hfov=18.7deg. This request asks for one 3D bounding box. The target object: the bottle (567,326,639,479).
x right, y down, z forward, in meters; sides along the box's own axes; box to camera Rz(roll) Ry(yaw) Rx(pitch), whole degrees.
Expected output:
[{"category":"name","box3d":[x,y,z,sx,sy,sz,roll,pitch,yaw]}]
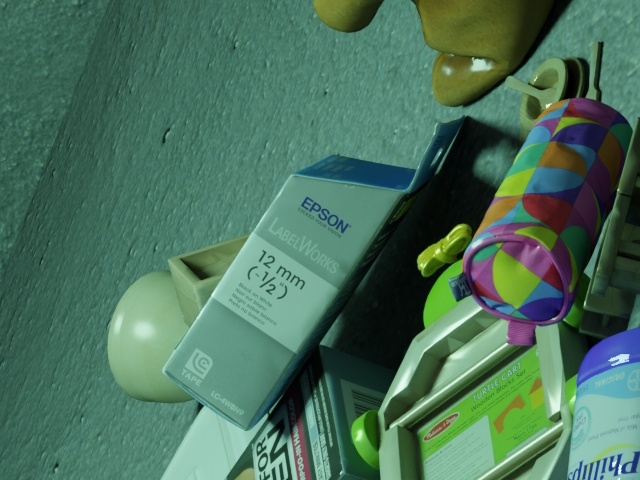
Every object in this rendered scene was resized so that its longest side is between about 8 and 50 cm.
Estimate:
[{"category":"bottle","box3d":[0.229,0.206,1.404,0.118,0.092,0.283,-32,42,54]}]

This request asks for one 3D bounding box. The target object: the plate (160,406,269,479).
[{"category":"plate","box3d":[-0.136,0.310,2.218,0.277,0.045,0.278,-59,24,21]}]

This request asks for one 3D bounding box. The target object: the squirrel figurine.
[{"category":"squirrel figurine","box3d":[0.080,-0.352,1.881,0.397,0.370,0.281,-24,49,60]}]

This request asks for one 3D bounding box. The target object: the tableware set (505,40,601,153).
[{"category":"tableware set","box3d":[0.204,-0.091,1.802,0.128,0.039,0.194,-38,37,51]}]

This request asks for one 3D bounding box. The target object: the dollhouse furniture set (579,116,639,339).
[{"category":"dollhouse furniture set","box3d":[0.280,0.005,1.480,0.184,0.129,0.129,78,-152,-73]}]

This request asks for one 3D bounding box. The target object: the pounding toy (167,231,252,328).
[{"category":"pounding toy","box3d":[-0.052,0.060,2.176,0.206,0.181,0.094,-142,37,-67]}]

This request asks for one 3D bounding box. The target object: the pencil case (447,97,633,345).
[{"category":"pencil case","box3d":[0.189,-0.023,1.597,0.104,0.104,0.236,-47,7,43]}]

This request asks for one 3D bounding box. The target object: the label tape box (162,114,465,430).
[{"category":"label tape box","box3d":[0.000,0.000,1.927,0.348,0.115,0.249,-58,-4,10]}]

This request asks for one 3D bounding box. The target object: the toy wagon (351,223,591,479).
[{"category":"toy wagon","box3d":[0.139,0.130,1.673,0.267,0.068,0.344,-39,34,31]}]

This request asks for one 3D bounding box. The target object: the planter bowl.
[{"category":"planter bowl","box3d":[-0.158,0.122,2.322,0.109,0.162,0.162,9,77,40]}]

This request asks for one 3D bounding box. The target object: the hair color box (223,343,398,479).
[{"category":"hair color box","box3d":[-0.036,0.305,1.900,0.374,0.113,0.185,-57,25,28]}]
